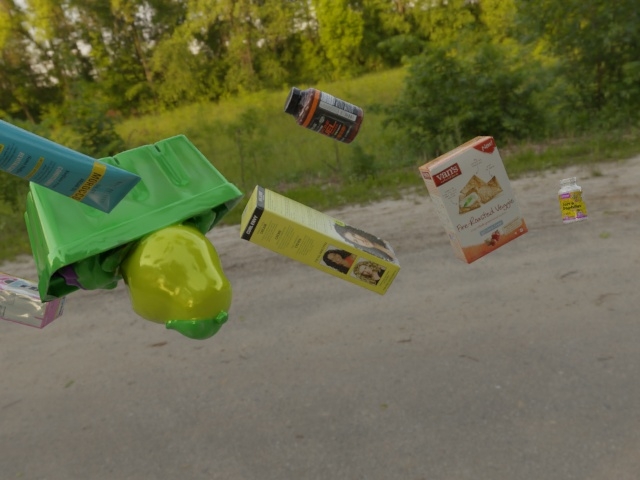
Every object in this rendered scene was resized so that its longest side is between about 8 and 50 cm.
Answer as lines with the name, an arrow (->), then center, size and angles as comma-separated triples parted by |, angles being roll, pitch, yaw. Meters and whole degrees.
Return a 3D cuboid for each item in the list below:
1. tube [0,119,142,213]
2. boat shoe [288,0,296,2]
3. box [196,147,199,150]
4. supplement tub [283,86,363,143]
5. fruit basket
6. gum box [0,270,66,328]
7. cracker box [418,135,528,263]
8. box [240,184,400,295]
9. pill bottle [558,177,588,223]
tube -> -0.335, -0.093, 0.705 | 0.080, 0.052, 0.207 | -35, -37, 26
boat shoe -> -0.095, -0.594, 1.271 | 0.049, 0.133, 0.042 | -38, 18, 46
box -> -0.343, -0.193, 1.429 | 0.083, 0.018, 0.067 | -56, 11, -25
supplement tub -> 0.006, -0.333, 1.482 | 0.198, 0.106, 0.106 | 19, 13, -15
fruit basket -> -0.302, 0.026, 1.021 | 0.392, 0.392, 0.283 | -24, -5, -35
gum box -> -0.628, 0.113, 1.139 | 0.189, 0.062, 0.107 | 17, 5, -7
cracker box -> 0.331, -0.088, 1.221 | 0.156, 0.232, 0.067 | -29, 16, -6
box -> 0.000, 0.000, 0.833 | 0.232, 0.058, 0.087 | 22, 22, -16
pill bottle -> 0.473, -0.074, 1.063 | 0.043, 0.083, 0.043 | -10, -2, 0
